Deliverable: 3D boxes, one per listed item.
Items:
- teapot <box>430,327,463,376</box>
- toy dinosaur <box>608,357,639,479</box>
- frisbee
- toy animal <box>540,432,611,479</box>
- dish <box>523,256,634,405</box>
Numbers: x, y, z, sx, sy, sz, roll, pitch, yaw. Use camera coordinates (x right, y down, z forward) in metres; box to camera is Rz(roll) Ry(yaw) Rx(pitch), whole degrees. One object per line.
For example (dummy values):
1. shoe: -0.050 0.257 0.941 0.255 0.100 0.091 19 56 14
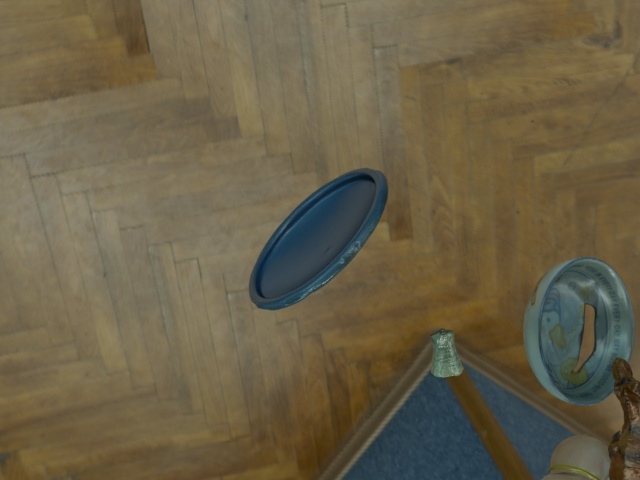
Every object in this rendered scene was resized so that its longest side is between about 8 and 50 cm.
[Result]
1. teapot: 0.218 0.193 1.437 0.057 0.067 0.083 -10 104 -5
2. toy dinosaur: 0.434 0.380 1.107 0.097 0.432 0.208 -12 141 35
3. frisbee: 0.003 0.003 1.283 0.289 0.289 0.049 -42 112 8
4. toy animal: 0.501 0.480 1.582 0.149 0.248 0.165 -24 111 31
5. dish: 0.458 0.167 1.548 0.273 0.134 0.273 1 89 -33
